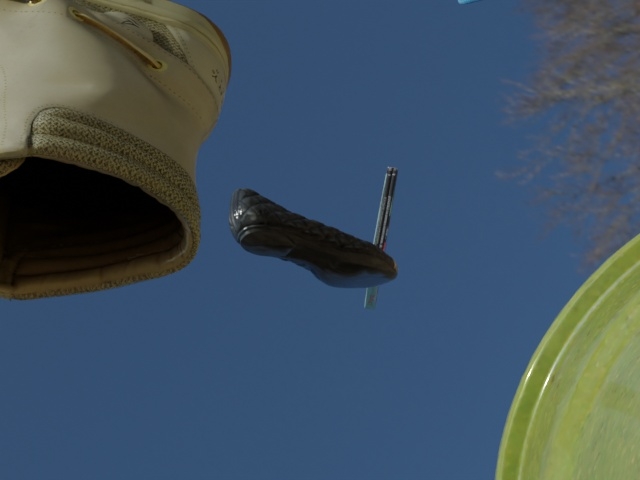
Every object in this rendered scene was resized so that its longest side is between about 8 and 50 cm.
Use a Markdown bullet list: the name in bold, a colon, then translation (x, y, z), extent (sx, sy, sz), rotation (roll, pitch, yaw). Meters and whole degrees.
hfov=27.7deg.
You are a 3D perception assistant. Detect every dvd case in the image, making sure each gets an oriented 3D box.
- **dvd case**: translation (0.060, -0.001, 1.290), extent (0.013, 0.087, 0.119), rotation (11, -114, 4)

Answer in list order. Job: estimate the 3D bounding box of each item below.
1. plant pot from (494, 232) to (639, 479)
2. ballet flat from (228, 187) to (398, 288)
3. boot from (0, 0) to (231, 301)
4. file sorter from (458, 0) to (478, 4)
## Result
- **plant pot**: translation (0.188, 0.092, 0.356), extent (0.276, 0.254, 0.276), rotation (-1, -98, 6)
- **ballet flat**: translation (0.000, 0.000, 1.031), extent (0.173, 0.049, 0.057), rotation (23, -44, -40)
- **boot**: translation (-0.180, -0.064, 0.646), extent (0.262, 0.203, 0.095), rotation (11, -57, -7)
- **file sorter**: translation (0.136, -0.284, 1.001), extent (0.118, 0.104, 0.170), rotation (-42, -65, -35)
